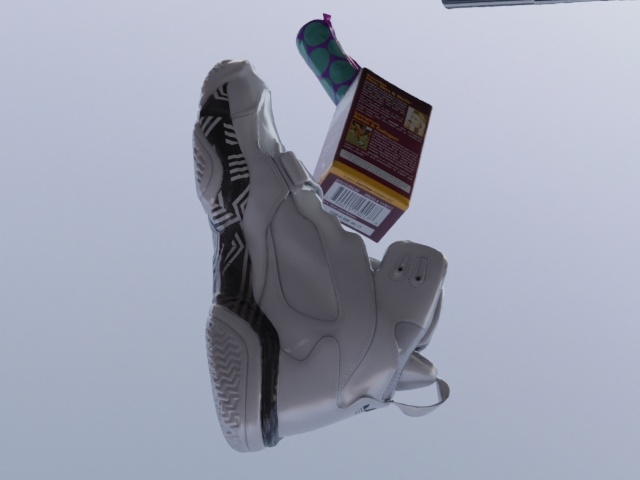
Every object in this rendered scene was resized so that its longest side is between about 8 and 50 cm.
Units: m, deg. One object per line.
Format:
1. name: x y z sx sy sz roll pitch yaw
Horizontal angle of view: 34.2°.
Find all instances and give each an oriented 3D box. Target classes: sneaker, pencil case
1. sneaker: 0.000 0.000 0.945 0.210 0.137 0.366 -6 -108 0
2. pencil case: 0.024 -0.242 1.446 0.064 0.070 0.152 2 -134 -47

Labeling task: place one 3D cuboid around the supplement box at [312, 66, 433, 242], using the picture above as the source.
1. supplement box: 0.060 -0.105 1.249 0.104 0.081 0.188 28 -133 -11

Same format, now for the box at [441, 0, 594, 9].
1. box: 0.455 -0.515 1.370 0.471 0.298 0.479 -26 -157 -31
